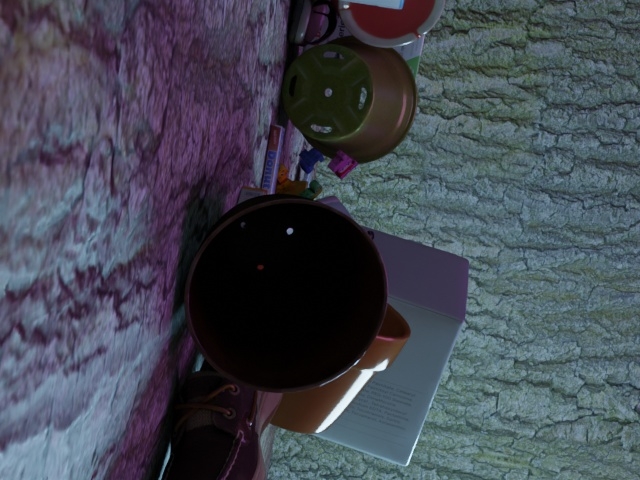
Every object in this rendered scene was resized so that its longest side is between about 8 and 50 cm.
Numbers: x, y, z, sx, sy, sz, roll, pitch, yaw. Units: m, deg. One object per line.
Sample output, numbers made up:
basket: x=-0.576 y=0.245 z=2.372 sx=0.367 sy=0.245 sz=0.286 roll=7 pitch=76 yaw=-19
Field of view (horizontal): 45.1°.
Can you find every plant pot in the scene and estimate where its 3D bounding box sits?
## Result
plant pot: x=-0.055 y=0.032 z=0.913 sx=0.230 sy=0.215 sz=0.215 roll=-126 pitch=-137 yaw=-71
plant pot: x=0.042 y=-0.288 z=1.552 sx=0.254 sy=0.276 sz=0.276 roll=-27 pitch=127 yaw=-74
plant pot: x=0.122 y=-0.509 z=1.444 sx=0.275 sy=0.275 sz=0.243 roll=98 pitch=-8 yaw=-45
plant pot: x=-0.031 y=0.165 z=1.218 sx=0.291 sy=0.291 sz=0.203 roll=-72 pitch=-172 yaw=-80

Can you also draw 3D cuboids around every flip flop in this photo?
flip flop: x=-0.008 y=-0.428 z=1.497 sx=0.277 sy=0.080 sz=0.112 roll=-75 pitch=174 yaw=-73

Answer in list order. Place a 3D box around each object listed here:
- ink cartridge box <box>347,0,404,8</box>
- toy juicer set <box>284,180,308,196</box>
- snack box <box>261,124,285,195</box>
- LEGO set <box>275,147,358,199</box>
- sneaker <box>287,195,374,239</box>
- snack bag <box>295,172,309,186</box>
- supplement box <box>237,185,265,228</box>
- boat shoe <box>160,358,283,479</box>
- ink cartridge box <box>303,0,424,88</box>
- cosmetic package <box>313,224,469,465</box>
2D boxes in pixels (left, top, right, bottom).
ink cartridge box: x=0.063 y=-0.545 z=1.208 sx=0.198 sy=0.197 sz=0.270 roll=95 pitch=5 yaw=-68
toy juicer set: x=-0.058 y=-0.043 z=1.905 sx=0.329 sy=0.090 sz=0.209 roll=-62 pitch=162 yaw=-87
snack box: x=-0.091 y=-0.121 z=1.416 sx=0.064 sy=0.022 sz=0.178 roll=-52 pitch=151 yaw=-85
LEGO set: x=-0.044 y=-0.122 z=1.513 sx=0.227 sy=0.087 sz=0.093 roll=-42 pitch=157 yaw=-7
sneaker: x=0.001 y=0.000 z=1.478 sx=0.256 sy=0.151 sz=0.094 roll=-22 pitch=152 yaw=-49
snack bag: x=-0.073 y=-0.058 z=2.297 sx=0.323 sy=0.037 sz=0.342 roll=99 pitch=2 yaw=-46
supplement box: x=-0.108 y=-0.023 z=1.131 sx=0.062 sy=0.036 sz=0.098 roll=97 pitch=3 yaw=-50
boat shoe: x=-0.127 y=0.207 z=0.892 sx=0.342 sy=0.123 sz=0.123 roll=-65 pitch=136 yaw=-65
ink cartridge box: x=0.102 y=-0.466 z=1.806 sx=0.114 sy=0.273 sz=0.198 roll=-73 pitch=172 yaw=-61
cosmetic package: x=0.118 y=0.223 z=1.756 sx=0.329 sy=0.327 sz=0.393 roll=-60 pitch=167 yaw=-65
